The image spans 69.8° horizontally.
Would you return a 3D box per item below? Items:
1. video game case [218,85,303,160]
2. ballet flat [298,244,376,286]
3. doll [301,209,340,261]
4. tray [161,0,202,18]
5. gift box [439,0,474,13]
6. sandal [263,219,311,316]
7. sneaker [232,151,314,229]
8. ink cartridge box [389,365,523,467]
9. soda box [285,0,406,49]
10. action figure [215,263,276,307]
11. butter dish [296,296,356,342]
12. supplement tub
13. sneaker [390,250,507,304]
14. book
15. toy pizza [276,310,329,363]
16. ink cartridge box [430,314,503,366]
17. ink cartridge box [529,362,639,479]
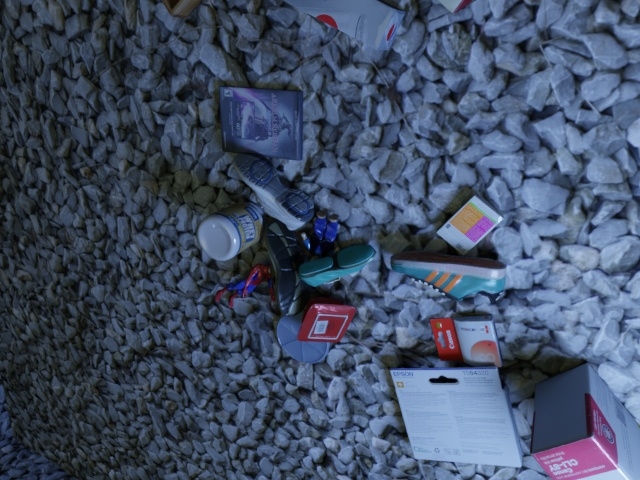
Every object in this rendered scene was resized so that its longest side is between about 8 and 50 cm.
[{"bbox_3d":[-0.178,-0.348,1.357,0.274,0.026,0.196,12,114,23],"label":"video game case"},{"bbox_3d":[0.058,0.078,1.371,0.247,0.083,0.087,-18,137,16],"label":"ballet flat"},{"bbox_3d":[0.000,0.000,1.390,0.129,0.046,0.189,18,123,9],"label":"doll"},{"bbox_3d":[-0.440,-0.859,1.259,0.203,0.076,0.411,-29,96,32],"label":"tray"},{"bbox_3d":[0.273,-0.634,0.891,0.258,0.276,0.255,43,135,1],"label":"gift box"},{"bbox_3d":[-0.109,0.087,1.444,0.086,0.120,0.302,-21,80,61],"label":"sandal"},{"bbox_3d":[-0.157,-0.139,1.377,0.297,0.111,0.129,46,144,4],"label":"sneaker"},{"bbox_3d":[0.403,0.511,1.377,0.324,0.071,0.330,-10,102,30],"label":"ink cartridge box"},{"bbox_3d":[0.053,-0.569,1.112,0.286,0.091,0.098,33,121,12],"label":"soda box"},{"bbox_3d":[-0.239,0.174,1.529,0.091,0.139,0.280,30,129,-35],"label":"action figure"},{"bbox_3d":[0.007,0.232,1.445,0.160,0.118,0.160,7,123,-24],"label":"butter dish"},{"bbox_3d":[-0.266,-0.036,1.419,0.144,0.200,0.144,10,114,23],"label":"supplement tub"},{"bbox_3d":[0.331,0.103,1.227,0.302,0.108,0.121,7,108,23],"label":"sneaker"},{"bbox_3d":[0.386,-0.040,1.189,0.096,0.035,0.144,42,122,3],"label":"book"},{"bbox_3d":[-0.058,0.324,1.555,0.201,0.032,0.201,9,112,23],"label":"toy pizza"},{"bbox_3d":[0.409,0.287,1.299,0.179,0.045,0.145,-11,104,27],"label":"ink cartridge box"},{"bbox_3d":[0.704,0.547,1.111,0.384,0.279,0.160,50,123,1],"label":"ink cartridge box"}]
